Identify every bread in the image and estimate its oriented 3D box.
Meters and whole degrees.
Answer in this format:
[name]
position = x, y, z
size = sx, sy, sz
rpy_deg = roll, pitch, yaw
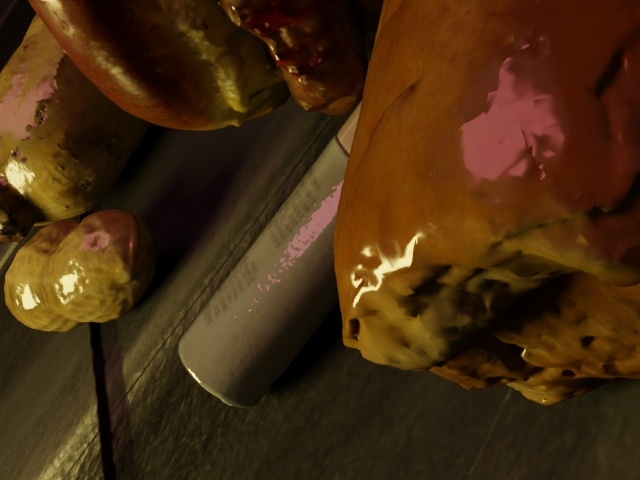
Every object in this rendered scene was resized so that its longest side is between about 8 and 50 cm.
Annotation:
[bread]
position = 0.110, -0.107, 0.494
size = 0.195, 0.149, 0.344
rpy_deg = -24, 42, 50

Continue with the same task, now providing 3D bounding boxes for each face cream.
[face cream]
position = 0.000, 0.000, 0.695
size = 0.198, 0.057, 0.084
rpy_deg = -51, 17, 13

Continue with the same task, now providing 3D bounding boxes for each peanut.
[peanut]
position = -0.186, 0.023, 0.988
size = 0.193, 0.089, 0.089
rpy_deg = -14, 50, 52

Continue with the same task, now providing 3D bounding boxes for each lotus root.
[lotus root]
position = -0.230, -0.119, 1.158
size = 0.284, 0.146, 0.160
rpy_deg = -64, 4, -25

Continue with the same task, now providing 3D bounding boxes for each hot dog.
[hot dog]
position = -0.067, -0.205, 0.665
size = 0.185, 0.405, 0.223
rpy_deg = -20, 46, 13
